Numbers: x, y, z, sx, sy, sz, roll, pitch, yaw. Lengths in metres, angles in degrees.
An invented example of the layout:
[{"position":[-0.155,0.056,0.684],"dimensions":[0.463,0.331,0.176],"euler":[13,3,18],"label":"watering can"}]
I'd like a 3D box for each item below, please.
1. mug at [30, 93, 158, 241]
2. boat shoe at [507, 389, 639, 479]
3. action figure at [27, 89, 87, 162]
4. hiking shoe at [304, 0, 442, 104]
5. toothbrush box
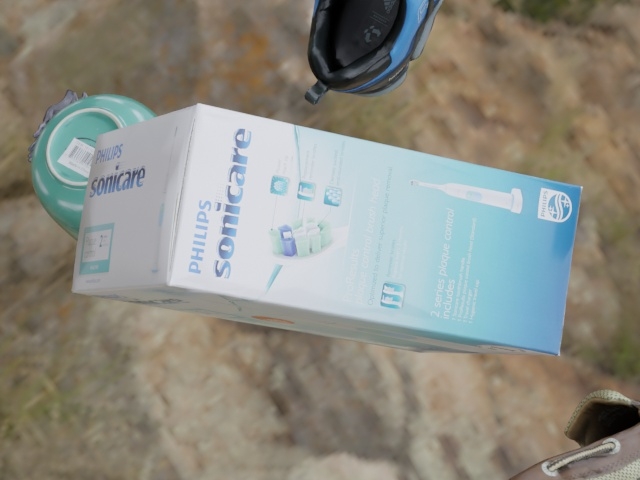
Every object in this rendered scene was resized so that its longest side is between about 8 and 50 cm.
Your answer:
[{"position":[-0.176,-0.068,1.729],"dimensions":[0.097,0.158,0.129],"euler":[52,22,-62],"label":"mug"},{"position":[0.178,0.113,1.042],"dimensions":[0.095,0.095,0.257],"euler":[49,35,14],"label":"boat shoe"},{"position":[-0.137,-0.036,1.868],"dimensions":[0.276,0.164,0.141],"euler":[22,70,7],"label":"action figure"},{"position":[0.077,-0.249,1.583],"dimensions":[0.113,0.304,0.132],"euler":[22,15,9],"label":"hiking shoe"},{"position":[0.000,0.000,1.390],"dimensions":[0.295,0.216,0.126],"euler":[12,83,-24],"label":"toothbrush box"}]
